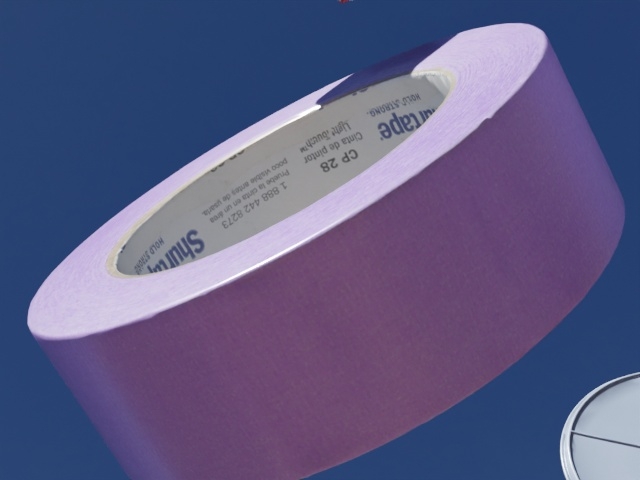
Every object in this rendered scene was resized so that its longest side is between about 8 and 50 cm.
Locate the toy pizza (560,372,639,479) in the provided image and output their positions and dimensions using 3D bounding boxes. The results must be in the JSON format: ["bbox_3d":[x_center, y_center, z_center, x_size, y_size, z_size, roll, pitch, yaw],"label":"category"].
[{"bbox_3d":[0.290,0.180,0.869,0.201,0.201,0.032,-6,-52,-5],"label":"toy pizza"}]

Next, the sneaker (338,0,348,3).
[{"bbox_3d":[0.014,-0.241,0.865,0.067,0.118,0.042,-22,-12,-9],"label":"sneaker"}]

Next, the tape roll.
[{"bbox_3d":[0.000,0.000,0.534,0.275,0.275,0.090,-27,-73,11],"label":"tape roll"}]
